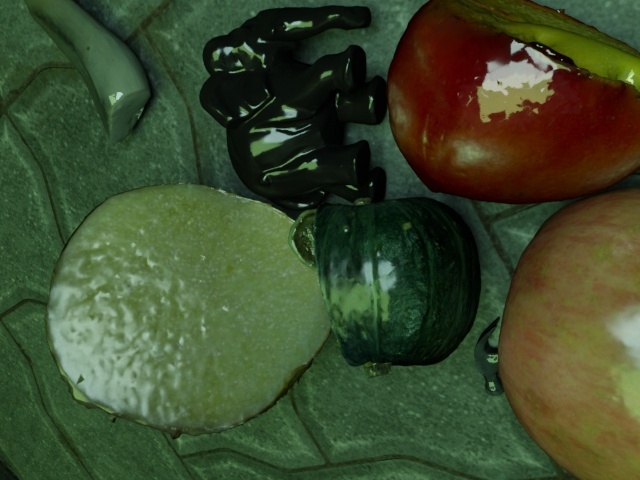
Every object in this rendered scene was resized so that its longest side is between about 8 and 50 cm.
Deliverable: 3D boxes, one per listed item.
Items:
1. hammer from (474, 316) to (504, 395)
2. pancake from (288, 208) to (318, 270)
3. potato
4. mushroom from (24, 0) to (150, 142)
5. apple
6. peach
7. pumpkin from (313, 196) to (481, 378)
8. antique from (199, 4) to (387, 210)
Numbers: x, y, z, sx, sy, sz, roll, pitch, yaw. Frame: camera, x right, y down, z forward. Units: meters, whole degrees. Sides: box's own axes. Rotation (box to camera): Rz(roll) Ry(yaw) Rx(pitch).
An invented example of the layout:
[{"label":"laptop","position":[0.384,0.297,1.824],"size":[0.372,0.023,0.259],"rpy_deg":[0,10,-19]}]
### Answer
[{"label":"hammer","position":[0.385,0.178,0.870],"size":[0.290,0.037,0.137],"rpy_deg":[-12,108,33]},{"label":"pancake","position":[-0.001,-0.001,0.891],"size":[0.108,0.108,0.017],"rpy_deg":[54,161,-3]},{"label":"potato","position":[-0.214,0.129,0.970],"size":[0.443,0.384,0.319],"rpy_deg":[8,166,-12]},{"label":"mushroom","position":[-0.440,-0.356,1.027],"size":[0.159,0.122,0.328],"rpy_deg":[-31,95,27]},{"label":"apple","position":[0.393,0.114,0.625],"size":[0.364,0.364,0.363],"rpy_deg":[12,118,24]},{"label":"peach","position":[0.250,-0.173,0.639],"size":[0.339,0.281,0.280],"rpy_deg":[-4,111,35]},{"label":"pumpkin","position":[0.134,0.061,0.807],"size":[0.197,0.293,0.263],"rpy_deg":[-11,79,21]},{"label":"antique","position":[-0.039,-0.187,0.844],"size":[0.255,0.185,0.322],"rpy_deg":[11,122,23]}]
